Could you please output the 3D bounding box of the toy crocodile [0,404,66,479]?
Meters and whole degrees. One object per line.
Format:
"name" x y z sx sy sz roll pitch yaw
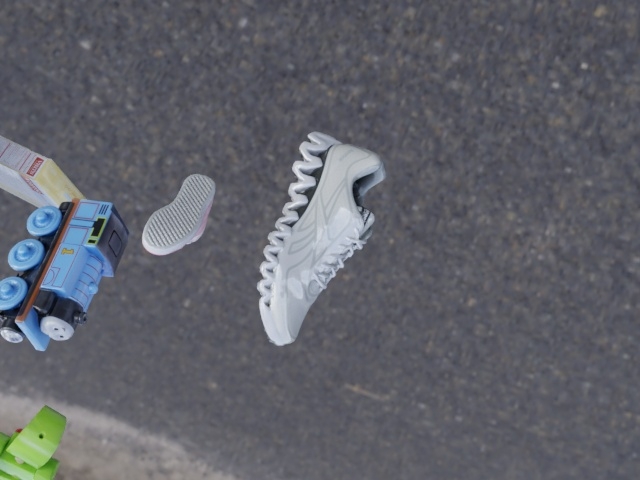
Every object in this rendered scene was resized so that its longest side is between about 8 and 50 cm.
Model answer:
"toy crocodile" -0.471 0.369 1.846 0.115 0.105 0.340 25 142 -1

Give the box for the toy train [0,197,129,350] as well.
"toy train" -0.288 0.035 1.291 0.105 0.184 0.080 5 145 19

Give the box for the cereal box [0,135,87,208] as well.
"cereal box" -0.478 -0.112 1.803 0.240 0.047 0.173 25 163 23

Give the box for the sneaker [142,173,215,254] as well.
"sneaker" -0.158 -0.011 1.292 0.051 0.134 0.070 26 131 4

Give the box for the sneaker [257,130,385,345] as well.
"sneaker" 0.000 0.000 1.514 0.118 0.292 0.110 14 165 14
